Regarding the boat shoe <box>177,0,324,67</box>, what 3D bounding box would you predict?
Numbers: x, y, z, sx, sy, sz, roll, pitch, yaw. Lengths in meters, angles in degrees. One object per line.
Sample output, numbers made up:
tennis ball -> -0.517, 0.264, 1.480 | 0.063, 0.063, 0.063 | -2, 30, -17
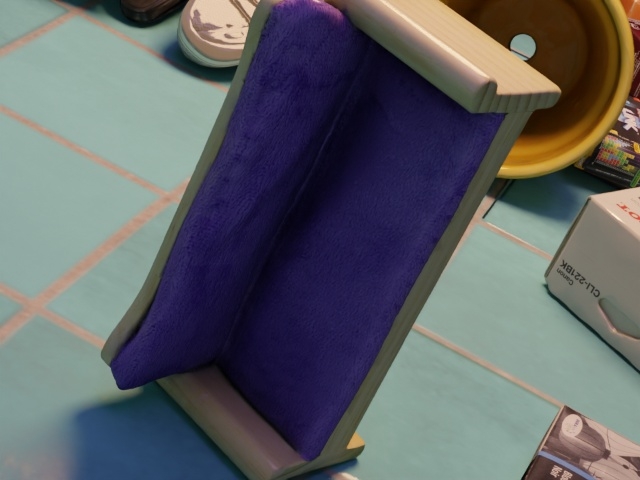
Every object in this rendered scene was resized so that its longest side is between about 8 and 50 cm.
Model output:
boat shoe -> -0.055, -0.273, 1.764 | 0.118, 0.103, 0.320 | 44, 48, 2

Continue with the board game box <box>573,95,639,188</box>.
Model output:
board game box -> 0.370, -0.119, 1.817 | 0.141, 0.048, 0.170 | 19, 30, -5

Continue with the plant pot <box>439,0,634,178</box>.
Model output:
plant pot -> 0.227, -0.211, 1.737 | 0.254, 0.254, 0.239 | 25, 14, 5

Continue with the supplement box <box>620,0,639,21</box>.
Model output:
supplement box -> 0.535, -0.305, 2.238 | 0.233, 0.078, 0.080 | 14, 28, -16

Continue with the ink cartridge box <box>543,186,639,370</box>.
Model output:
ink cartridge box -> 0.393, 0.038, 1.551 | 0.273, 0.114, 0.197 | -11, 44, -43

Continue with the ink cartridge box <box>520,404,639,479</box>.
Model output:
ink cartridge box -> 0.304, 0.263, 1.183 | 0.333, 0.065, 0.165 | 29, 30, 9

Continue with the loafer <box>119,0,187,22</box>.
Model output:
loafer -> -0.158, -0.309, 1.779 | 0.076, 0.078, 0.223 | 24, 46, 15

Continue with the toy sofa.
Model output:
toy sofa -> 0.000, 0.000, 1.102 | 0.150, 0.362, 0.177 | 42, 28, 28

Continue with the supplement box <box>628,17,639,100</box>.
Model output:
supplement box -> 0.488, -0.206, 2.051 | 0.130, 0.073, 0.239 | 6, 35, -28
